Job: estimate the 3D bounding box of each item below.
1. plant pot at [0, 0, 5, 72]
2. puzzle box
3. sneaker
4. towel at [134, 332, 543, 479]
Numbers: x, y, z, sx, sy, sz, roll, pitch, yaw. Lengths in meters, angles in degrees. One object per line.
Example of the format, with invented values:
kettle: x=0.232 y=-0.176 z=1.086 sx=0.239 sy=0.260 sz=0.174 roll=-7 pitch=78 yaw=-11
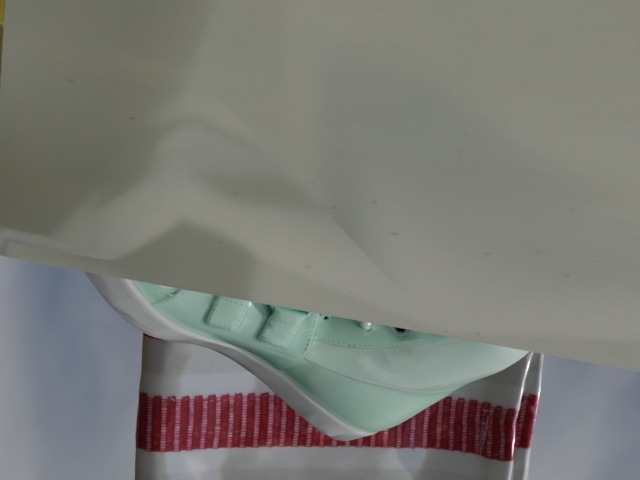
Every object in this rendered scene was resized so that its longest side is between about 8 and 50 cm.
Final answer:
plant pot: x=-0.187 y=-0.143 z=1.114 sx=0.134 sy=0.134 sz=0.095 roll=-37 pitch=-142 yaw=48
puzzle box: x=0.115 y=-0.054 z=0.559 sx=0.272 sy=0.409 sz=0.052 roll=107 pitch=-9 yaw=-52
sneaker: x=0.000 y=0.000 z=0.923 sx=0.151 sy=0.256 sz=0.094 roll=-26 pitch=-132 yaw=29
towel: x=0.010 y=0.123 z=1.140 sx=0.037 sy=0.237 sz=0.329 roll=-116 pitch=-151 yaw=-70
